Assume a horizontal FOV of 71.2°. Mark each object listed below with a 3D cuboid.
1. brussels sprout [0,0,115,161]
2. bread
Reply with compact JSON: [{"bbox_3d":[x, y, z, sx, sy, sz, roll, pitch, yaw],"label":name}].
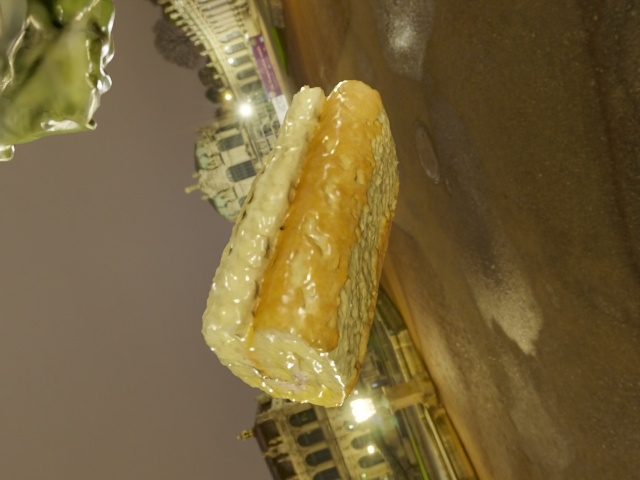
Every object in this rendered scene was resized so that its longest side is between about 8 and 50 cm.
[{"bbox_3d":[-0.414,-0.197,0.355,0.361,0.426,0.341,13,119,41],"label":"brussels sprout"},{"bbox_3d":[0.000,0.000,0.581,0.236,0.165,0.375,70,-150,-54],"label":"bread"}]
